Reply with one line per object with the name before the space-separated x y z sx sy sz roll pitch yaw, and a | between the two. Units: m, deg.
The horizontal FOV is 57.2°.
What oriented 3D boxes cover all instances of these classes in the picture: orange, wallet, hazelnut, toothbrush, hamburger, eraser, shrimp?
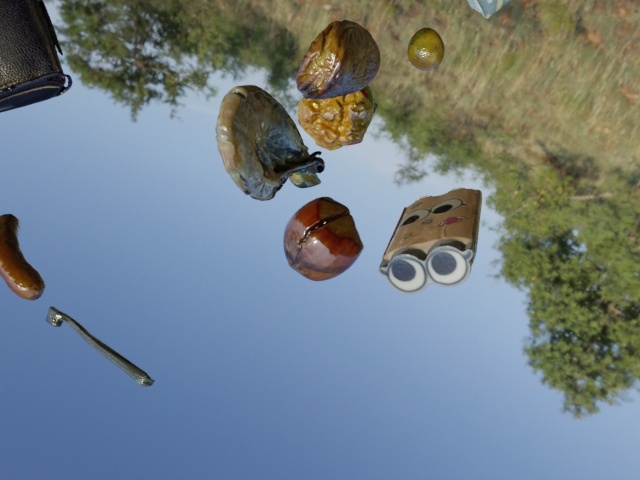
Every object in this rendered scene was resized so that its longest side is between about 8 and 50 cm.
orange | 0.236 -0.429 1.315 0.085 0.095 0.085 -5 177 0
wallet | -0.574 -0.301 0.994 0.071 0.262 0.221 96 150 -64
hazelnut | -0.001 -0.001 1.563 0.181 0.181 0.212 -25 -111 -25
toothbrush | -0.404 0.190 1.063 0.297 0.030 0.030 23 178 29
hamburger | 0.039 -0.365 1.674 0.237 0.237 0.149 25 -145 -5
eraser | 0.224 -0.008 1.124 0.087 0.171 0.290 67 -155 -18
shrimp | -0.094 -0.184 1.267 0.110 0.221 0.446 0 174 22

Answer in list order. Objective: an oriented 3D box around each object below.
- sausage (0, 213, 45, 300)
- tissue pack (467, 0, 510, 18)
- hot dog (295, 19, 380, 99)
sausage | -0.801 0.038 1.526 0.103 0.076 0.302 15 -152 -49
tissue pack | 0.429 -0.690 1.298 0.228 0.311 0.128 47 -165 -32
hot dog | 0.045 -0.416 1.388 0.122 0.196 0.272 39 -148 8
